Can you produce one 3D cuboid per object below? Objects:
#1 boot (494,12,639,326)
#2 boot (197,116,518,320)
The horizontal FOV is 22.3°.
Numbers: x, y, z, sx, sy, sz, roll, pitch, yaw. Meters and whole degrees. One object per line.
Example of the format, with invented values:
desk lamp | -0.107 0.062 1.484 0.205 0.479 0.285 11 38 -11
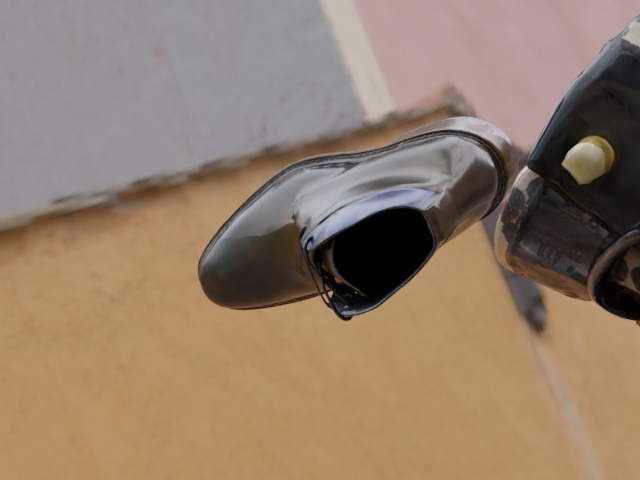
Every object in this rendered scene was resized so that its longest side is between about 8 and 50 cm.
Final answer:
boot | 0.176 0.070 0.533 0.377 0.284 0.138 -50 -20 -6
boot | 0.000 0.000 0.919 0.219 0.082 0.106 -26 10 29
